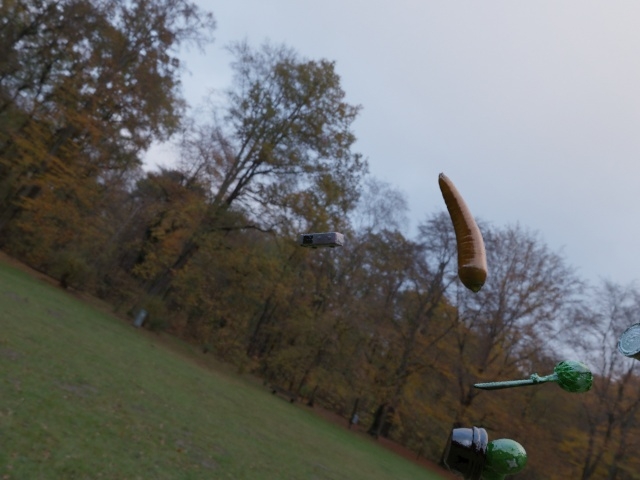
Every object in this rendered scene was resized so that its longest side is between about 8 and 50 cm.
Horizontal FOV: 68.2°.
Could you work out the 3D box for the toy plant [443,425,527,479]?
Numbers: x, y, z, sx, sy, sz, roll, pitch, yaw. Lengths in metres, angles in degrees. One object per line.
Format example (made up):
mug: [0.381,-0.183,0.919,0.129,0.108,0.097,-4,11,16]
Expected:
toy plant: [0.541,0.714,1.565,0.235,0.175,0.218,14,-44,11]

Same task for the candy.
candy: [0.589,0.391,1.315,0.324,0.097,0.097,-7,-20,2]

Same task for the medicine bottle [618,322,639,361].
medicine bottle: [1.075,0.386,1.350,0.426,0.108,0.108,30,-16,-1]

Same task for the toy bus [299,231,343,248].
toy bus: [0.000,0.000,1.299,0.131,0.037,0.052,-3,-13,35]

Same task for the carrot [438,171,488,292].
carrot: [0.305,-0.021,1.002,0.066,0.271,0.062,-13,-20,21]
